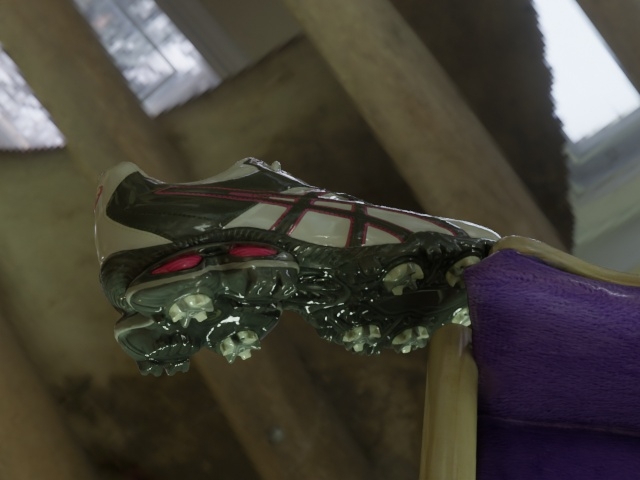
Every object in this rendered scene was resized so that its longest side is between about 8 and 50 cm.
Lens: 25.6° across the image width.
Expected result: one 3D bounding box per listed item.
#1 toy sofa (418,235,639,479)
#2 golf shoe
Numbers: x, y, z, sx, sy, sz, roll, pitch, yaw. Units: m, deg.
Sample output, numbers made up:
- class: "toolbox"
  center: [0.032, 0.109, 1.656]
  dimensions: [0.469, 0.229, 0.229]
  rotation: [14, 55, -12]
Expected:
- class: "toy sofa"
  center: [0.230, 0.128, 0.717]
  dimensions: [0.363, 0.177, 0.150]
  rotation: [8, -148, 3]
- class: "golf shoe"
  center: [0.000, 0.000, 0.824]
  dimensions: [0.105, 0.273, 0.120]
  rotation: [-56, -134, 40]
